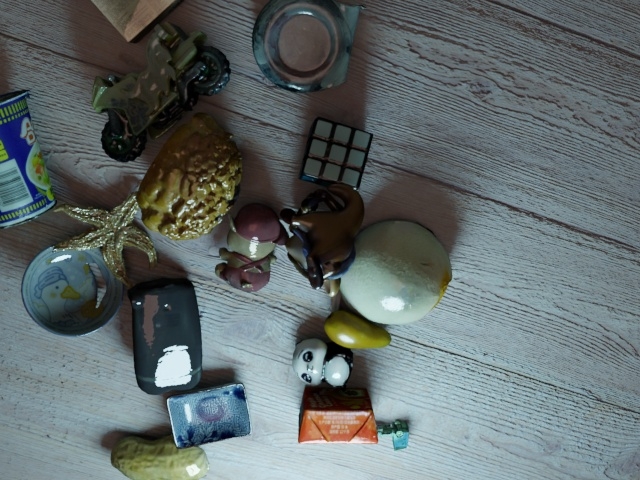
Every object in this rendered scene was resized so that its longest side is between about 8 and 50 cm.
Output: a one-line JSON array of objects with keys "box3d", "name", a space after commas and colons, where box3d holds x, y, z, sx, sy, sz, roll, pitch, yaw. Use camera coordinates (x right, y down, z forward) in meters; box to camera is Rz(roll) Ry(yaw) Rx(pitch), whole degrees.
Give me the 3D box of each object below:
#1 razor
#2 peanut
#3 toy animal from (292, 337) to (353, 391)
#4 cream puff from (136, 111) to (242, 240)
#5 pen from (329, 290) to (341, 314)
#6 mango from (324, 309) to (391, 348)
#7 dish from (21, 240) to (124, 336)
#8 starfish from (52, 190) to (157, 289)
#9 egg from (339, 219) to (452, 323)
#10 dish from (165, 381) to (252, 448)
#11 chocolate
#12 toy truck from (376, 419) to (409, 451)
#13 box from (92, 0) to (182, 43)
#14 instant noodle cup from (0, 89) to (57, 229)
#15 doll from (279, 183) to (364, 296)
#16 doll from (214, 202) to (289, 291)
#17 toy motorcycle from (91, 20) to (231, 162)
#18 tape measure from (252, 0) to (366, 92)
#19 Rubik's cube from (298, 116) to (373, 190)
[{"box3d": [-0.456, 0.284, 1.878, 0.205, 0.113, 0.348, -9, 108, -23], "name": "razor"}, {"box3d": [-0.509, 0.691, 2.010, 0.314, 0.149, 0.149, -1, 107, 4], "name": "peanut"}, {"box3d": [0.002, 0.378, 1.921, 0.179, 0.138, 0.165, 9, 100, -6], "name": "toy animal"}, {"box3d": [-0.328, -0.154, 1.682, 0.231, 0.327, 0.342, 31, 66, -8], "name": "cream puff"}, {"box3d": [0.055, 0.111, 1.897, 0.033, 0.033, 0.268, 6, 107, -3], "name": "pen"}, {"box3d": [0.109, 0.272, 1.889, 0.228, 0.136, 0.099, 19, 91, -31], "name": "mango"}, {"box3d": [-0.722, 0.138, 1.840, 0.274, 0.134, 0.273, 2, 86, -30], "name": "dish"}, {"box3d": [-0.609, -0.013, 1.808, 0.303, 0.060, 0.298, 10, 100, -21], "name": "starfish"}, {"box3d": [0.220, 0.110, 1.806, 0.338, 0.201, 0.336, -2, 104, -7], "name": "egg"}, {"box3d": [-0.344, 0.533, 1.983, 0.244, 0.080, 0.181, -10, 102, -6], "name": "dish"}, {"box3d": [0.049, 0.526, 1.920, 0.235, 0.237, 0.107, 0, 97, 0], "name": "chocolate"}, {"box3d": [0.196, 0.629, 2.038, 0.175, 0.067, 0.081, -2, 108, 0], "name": "toy truck"}, {"box3d": [-0.463, -0.638, 1.626, 0.212, 0.095, 0.168, -38, 105, 9], "name": "box"}, {"box3d": [-0.849, -0.208, 1.678, 0.285, 0.284, 0.312, -13, 114, 3], "name": "instant noodle cup"}, {"box3d": [-0.004, -0.001, 1.675, 0.209, 0.339, 0.317, 10, 73, 2], "name": "doll"}, {"box3d": [-0.192, 0.014, 1.802, 0.152, 0.196, 0.255, 27, 113, 30], "name": "doll"}, {"box3d": [-0.434, -0.394, 1.655, 0.410, 0.169, 0.236, -34, 86, 11], "name": "toy motorcycle"}, {"box3d": [-0.040, -0.513, 1.648, 0.275, 0.147, 0.256, 9, 109, -8], "name": "tape measure"}, {"box3d": [0.037, -0.226, 1.710, 0.162, 0.160, 0.163, 13, 90, -5], "name": "Rubik's cube"}]
